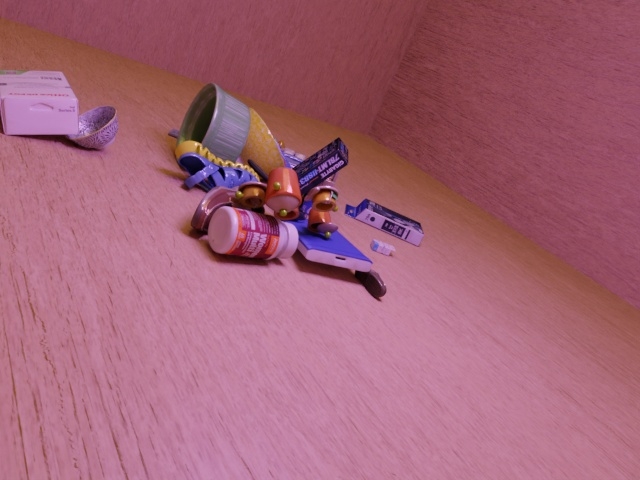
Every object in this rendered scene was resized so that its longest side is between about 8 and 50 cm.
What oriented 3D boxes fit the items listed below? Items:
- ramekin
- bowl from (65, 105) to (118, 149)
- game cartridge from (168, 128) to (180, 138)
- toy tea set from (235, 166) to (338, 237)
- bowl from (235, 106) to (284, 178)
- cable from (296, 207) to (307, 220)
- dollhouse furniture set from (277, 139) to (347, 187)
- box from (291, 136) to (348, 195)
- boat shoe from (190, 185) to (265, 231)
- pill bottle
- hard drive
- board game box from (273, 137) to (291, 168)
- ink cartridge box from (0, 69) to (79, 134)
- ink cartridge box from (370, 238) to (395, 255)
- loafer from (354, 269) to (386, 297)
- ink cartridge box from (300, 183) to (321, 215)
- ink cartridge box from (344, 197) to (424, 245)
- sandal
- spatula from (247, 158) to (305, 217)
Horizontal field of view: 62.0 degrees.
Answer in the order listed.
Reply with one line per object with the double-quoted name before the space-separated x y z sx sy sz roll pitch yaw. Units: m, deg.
"ramekin" -0.374 -0.381 1.871 0.148 0.303 0.303 20 19 -34
"bowl" -0.689 -0.336 1.648 0.170 0.170 0.080 44 -16 44
"game cartridge" -0.583 -0.433 2.165 0.056 0.017 0.083 18 20 -9
"toy tea set" -0.061 -0.079 1.468 0.336 0.200 0.124 18 59 -38
"bowl" -0.277 -0.345 2.038 0.156 0.290 0.289 -30 43 -13
"cable" -0.129 -0.124 1.662 0.150 0.047 0.184 37 8 40
"dollhouse furniture set" -0.059 -0.372 2.353 0.303 0.198 0.286 22 19 -6
"box" -0.035 -0.253 1.955 0.073 0.293 0.295 53 13 -14
"boat shoe" -0.248 -0.083 1.505 0.116 0.123 0.324 30 22 9
"pill bottle" -0.172 -0.013 1.400 0.221 0.121 0.121 11 24 -42
"hard drive" 0.000 0.000 1.628 0.210 0.040 0.318 13 15 -26
"board game box" -0.182 -0.338 2.153 0.136 0.035 0.201 60 -10 -11
"ink cartridge box" -0.853 -0.416 1.594 0.198 0.115 0.273 -8 35 -31
"ink cartridge box" 0.224 0.027 1.909 0.083 0.028 0.048 20 20 -12
"loafer" 0.155 0.115 1.558 0.050 0.056 0.148 4 27 -31
"ink cartridge box" -0.034 -0.173 2.018 0.046 0.097 0.207 23 20 -6
"ink cartridge box" 0.264 -0.090 2.212 0.332 0.065 0.165 22 20 -4
"sandal" -0.335 -0.200 1.746 0.317 0.126 0.138 19 56 -37
"spatula" -0.156 -0.170 1.812 0.030 0.084 0.296 -34 75 -22
